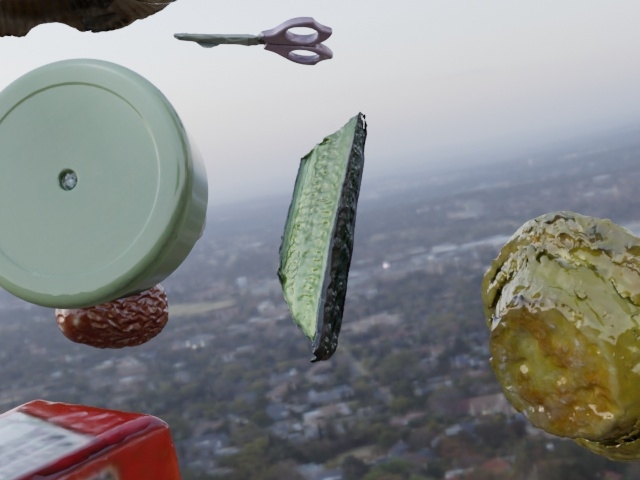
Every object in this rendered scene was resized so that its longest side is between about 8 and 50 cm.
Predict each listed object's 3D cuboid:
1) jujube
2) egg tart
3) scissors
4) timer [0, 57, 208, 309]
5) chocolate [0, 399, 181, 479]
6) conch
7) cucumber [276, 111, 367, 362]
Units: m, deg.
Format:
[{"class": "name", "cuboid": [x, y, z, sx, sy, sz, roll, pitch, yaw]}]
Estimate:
[{"class": "jujube", "cuboid": [-0.316, 0.107, 1.393, 0.176, 0.112, 0.109, -5, -43, -45]}, {"class": "egg tart", "cuboid": [0.277, 0.118, 0.980, 0.123, 0.294, 0.294, -31, 14, -37]}, {"class": "scissors", "cuboid": [-0.089, -0.262, 1.206, 0.212, 0.021, 0.110, 1, -20, 1]}, {"class": "timer", "cuboid": [-0.253, -0.047, 1.181, 0.290, 0.291, 0.315, -10, -10, 11]}, {"class": "chocolate", "cuboid": [-0.250, 0.311, 0.594, 0.360, 0.341, 0.161, -23, 26, -40]}, {"class": "conch", "cuboid": [-0.164, -0.184, 0.615, 0.207, 0.130, 0.155, -27, -32, -15]}, {"class": "cucumber", "cuboid": [0.000, 0.000, 0.792, 0.070, 0.220, 0.046, -3, -22, 38]}]
